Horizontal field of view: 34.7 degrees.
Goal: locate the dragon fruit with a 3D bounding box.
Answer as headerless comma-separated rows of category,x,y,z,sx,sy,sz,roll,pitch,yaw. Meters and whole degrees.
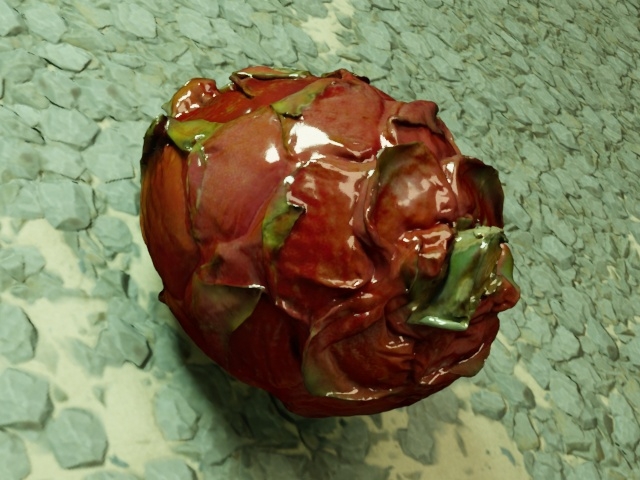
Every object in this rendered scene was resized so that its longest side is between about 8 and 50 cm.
dragon fruit,0.000,0.000,0.835,0.343,0.277,0.277,22,22,40
